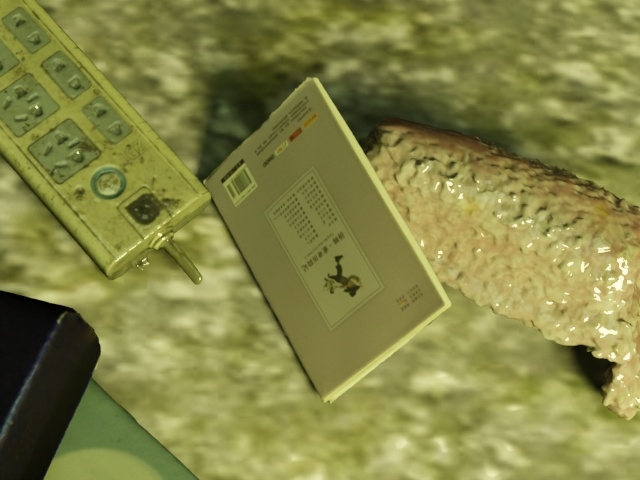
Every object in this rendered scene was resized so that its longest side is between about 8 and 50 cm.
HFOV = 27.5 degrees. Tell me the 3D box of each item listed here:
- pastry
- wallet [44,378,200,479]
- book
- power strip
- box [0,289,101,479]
[{"bbox_3d":[0.131,-0.002,0.869,0.265,0.112,0.103,34,37,4],"label":"pastry"},{"bbox_3d":[-0.123,0.261,0.753,0.360,0.083,0.252,40,74,23],"label":"wallet"},{"bbox_3d":[0.000,0.000,0.864,0.014,0.127,0.181,-9,64,-51],"label":"book"},{"bbox_3d":[-0.169,-0.067,0.915,0.092,0.034,0.268,-39,76,-16],"label":"power strip"},{"bbox_3d":[-0.279,0.095,0.785,0.259,0.071,0.168,11,62,21],"label":"box"}]
